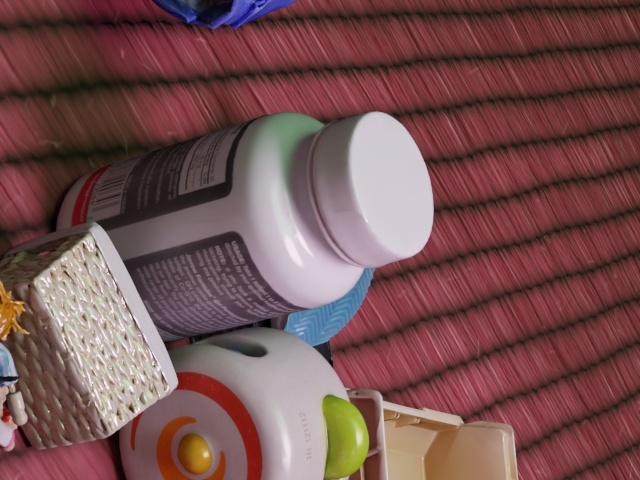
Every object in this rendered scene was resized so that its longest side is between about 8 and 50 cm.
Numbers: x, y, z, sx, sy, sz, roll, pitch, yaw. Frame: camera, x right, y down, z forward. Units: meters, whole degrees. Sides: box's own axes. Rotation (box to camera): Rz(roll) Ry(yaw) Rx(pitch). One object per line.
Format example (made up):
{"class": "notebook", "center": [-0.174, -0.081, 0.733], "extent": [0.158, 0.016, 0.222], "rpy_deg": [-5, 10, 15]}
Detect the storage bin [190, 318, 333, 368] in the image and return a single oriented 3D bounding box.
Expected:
{"class": "storage bin", "center": [-0.065, 0.063, 1.839], "extent": [0.122, 0.084, 0.180], "rpy_deg": [1, 77, -55]}

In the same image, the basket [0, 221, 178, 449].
{"class": "basket", "center": [-0.219, 0.085, 1.582], "extent": [0.103, 0.113, 0.167], "rpy_deg": [-41, 111, -50]}

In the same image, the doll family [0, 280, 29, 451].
{"class": "doll family", "center": [-0.299, 0.095, 1.449], "extent": [0.263, 0.118, 0.163], "rpy_deg": [44, 43, -37]}

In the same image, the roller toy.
{"class": "roller toy", "center": [-0.080, 0.182, 1.673], "extent": [0.191, 0.209, 0.146], "rpy_deg": [49, 29, 17]}

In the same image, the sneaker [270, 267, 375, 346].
{"class": "sneaker", "center": [0.000, 0.000, 1.814], "extent": [0.087, 0.092, 0.228], "rpy_deg": [38, 67, -45]}

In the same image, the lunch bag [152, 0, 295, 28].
{"class": "lunch bag", "center": [-0.111, -0.408, 1.837], "extent": [0.385, 0.239, 0.328], "rpy_deg": [63, 32, -5]}

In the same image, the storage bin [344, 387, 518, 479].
{"class": "storage bin", "center": [0.097, 0.296, 1.946], "extent": [0.262, 0.123, 0.260], "rpy_deg": [19, 62, -51]}

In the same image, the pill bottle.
{"class": "pill bottle", "center": [-0.067, -0.015, 1.655], "extent": [0.176, 0.318, 0.176], "rpy_deg": [27, 57, -49]}
